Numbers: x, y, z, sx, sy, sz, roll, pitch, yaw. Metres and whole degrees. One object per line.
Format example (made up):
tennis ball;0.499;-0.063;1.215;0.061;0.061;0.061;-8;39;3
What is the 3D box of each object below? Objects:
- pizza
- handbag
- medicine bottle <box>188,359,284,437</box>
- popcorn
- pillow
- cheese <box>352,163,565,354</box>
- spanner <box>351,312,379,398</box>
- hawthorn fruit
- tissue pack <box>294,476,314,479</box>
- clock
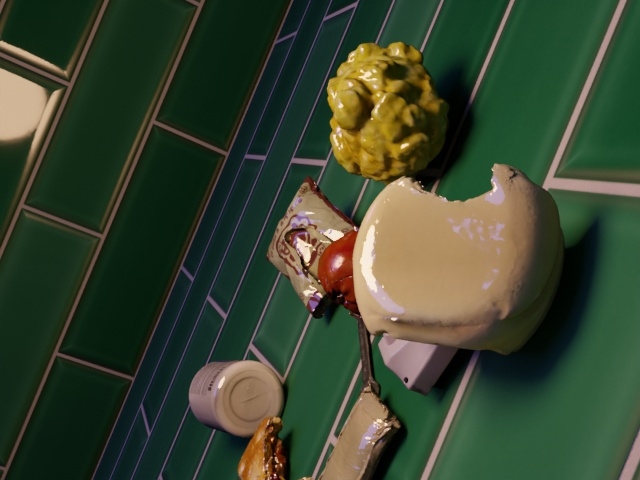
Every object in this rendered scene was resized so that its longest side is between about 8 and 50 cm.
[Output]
pizza;-0.094;0.434;1.510;0.154;0.069;0.194;-59;27;23
handbag;-0.017;0.011;1.640;0.213;0.127;0.235;-59;42;16
medicine bottle;-0.196;0.339;1.752;0.289;0.157;0.157;-18;52;66
popcorn;0.116;-0.211;1.421;0.235;0.242;0.250;-41;16;23
pillow;0.056;0.329;1.231;0.208;0.053;0.119;-65;21;9
cheese;0.167;0.025;1.012;0.266;0.127;0.233;8;76;29
spanner;0.077;0.188;1.399;0.054;0.015;0.254;-56;22;32
hawthorn fruit;0.079;0.044;1.381;0.172;0.148;0.148;-49;12;-20
tissue pack;-0.094;0.476;1.232;0.090;0.186;0.222;50;136;31
clock;0.157;0.087;1.188;0.186;0.083;0.253;-61;20;19
